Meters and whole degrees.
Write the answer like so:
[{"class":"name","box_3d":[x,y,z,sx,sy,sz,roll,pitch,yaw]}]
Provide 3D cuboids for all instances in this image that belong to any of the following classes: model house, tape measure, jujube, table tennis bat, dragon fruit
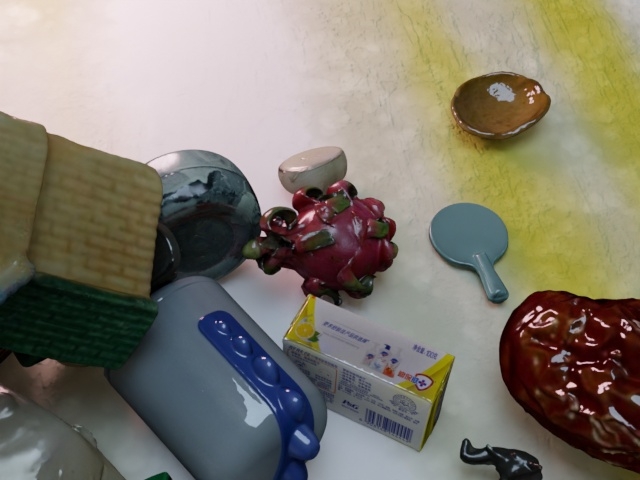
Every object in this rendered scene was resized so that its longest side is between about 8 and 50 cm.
[{"class":"model house","box_3d":[-0.446,0.035,1.321,0.382,0.334,0.343,15,70,-35]},{"class":"tape measure","box_3d":[-0.243,-0.034,1.652,0.274,0.256,0.147,-21,53,-10]},{"class":"jujube","box_3d":[0.457,0.207,1.449,0.276,0.277,0.377,-32,36,-22]},{"class":"table tennis bat","box_3d":[0.292,0.020,1.764,0.149,0.038,0.237,-11,50,-11]},{"class":"dragon fruit","box_3d":[0.003,-0.003,1.666,0.272,0.218,0.198,20,23,-13]}]

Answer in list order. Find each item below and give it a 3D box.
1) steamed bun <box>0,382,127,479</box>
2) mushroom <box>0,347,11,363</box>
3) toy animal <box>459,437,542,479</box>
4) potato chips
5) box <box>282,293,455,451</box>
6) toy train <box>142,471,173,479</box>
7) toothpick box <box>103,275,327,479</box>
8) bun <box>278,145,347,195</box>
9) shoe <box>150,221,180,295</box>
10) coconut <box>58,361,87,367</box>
[{"class":"steamed bun","box_3d":[-0.465,0.349,1.377,0.383,0.236,0.247,26,59,17]},{"class":"mushroom","box_3d":[-0.575,0.130,1.541,0.163,0.278,0.297,41,73,-1]},{"class":"toy animal","box_3d":[0.280,0.416,1.437,0.146,0.114,0.245,-12,76,-3]},{"class":"potato chips","box_3d":[0.369,-0.269,1.960,0.195,0.062,0.208,23,58,22]},{"class":"box","box_3d":[0.073,0.215,1.535,0.265,0.168,0.097,21,53,16]},{"class":"toy train","box_3d":[-0.217,0.430,1.362,0.091,0.228,0.136,-25,27,8]},{"class":"toothpick box","box_3d":[-0.140,0.239,1.452,0.263,0.263,0.354,-36,63,-24]},{"class":"bun","box_3d":[-0.009,-0.121,1.828,0.138,0.094,0.138,-15,22,6]},{"class":"shoe","box_3d":[-0.289,0.042,1.526,0.093,0.241,0.108,-3,69,-49]},{"class":"coconut","box_3d":[-0.403,0.158,1.596,0.116,0.116,0.122,-20,55,-15]}]
